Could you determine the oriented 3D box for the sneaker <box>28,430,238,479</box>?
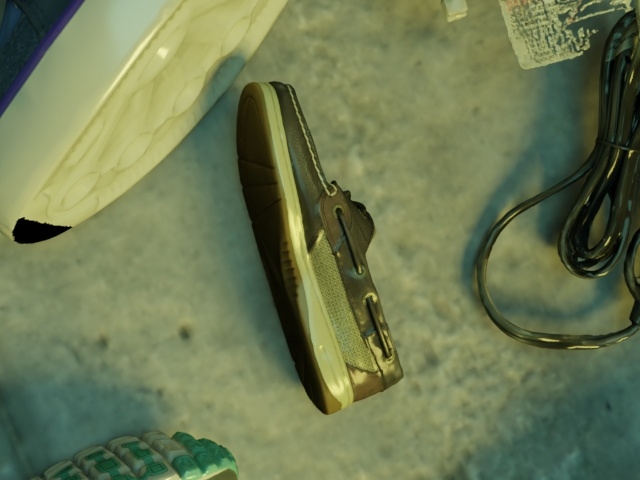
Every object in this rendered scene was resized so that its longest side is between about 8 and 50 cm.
[{"bbox_3d":[-0.108,0.140,0.592,0.167,0.065,0.076,-24,108,-10],"label":"sneaker"}]

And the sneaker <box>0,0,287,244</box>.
[{"bbox_3d":[-0.112,-0.188,0.588,0.236,0.130,0.322,36,93,10],"label":"sneaker"}]

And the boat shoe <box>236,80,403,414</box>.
[{"bbox_3d":[0.000,0.000,0.623,0.049,0.056,0.152,-16,100,-18],"label":"boat shoe"}]

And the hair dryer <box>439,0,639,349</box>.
[{"bbox_3d":[0.187,-0.092,0.673,0.294,0.080,0.223,-20,107,-8],"label":"hair dryer"}]
